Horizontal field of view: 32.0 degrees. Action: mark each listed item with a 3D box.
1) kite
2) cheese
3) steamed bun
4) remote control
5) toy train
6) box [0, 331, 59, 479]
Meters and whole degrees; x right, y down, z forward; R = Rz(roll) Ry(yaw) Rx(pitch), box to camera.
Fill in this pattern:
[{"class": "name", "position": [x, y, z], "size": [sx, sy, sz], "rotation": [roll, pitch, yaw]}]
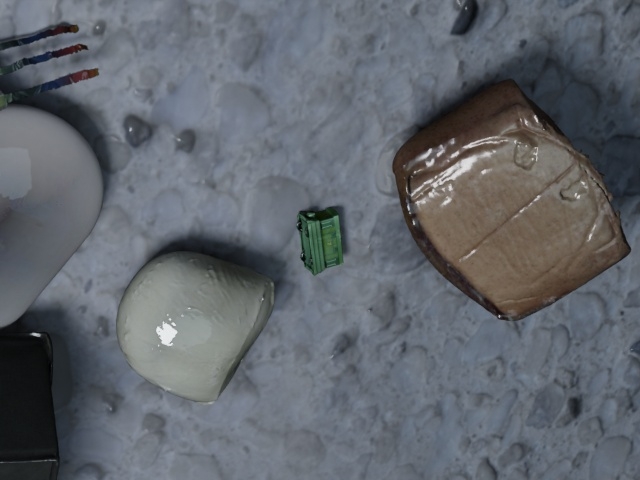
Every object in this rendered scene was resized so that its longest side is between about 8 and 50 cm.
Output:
[{"class": "kite", "position": [-0.382, -0.187, 1.273], "size": [0.245, 0.141, 0.015], "rotation": [-19, 162, -17]}, {"class": "cheese", "position": [-0.170, 0.109, 1.444], "size": [0.189, 0.154, 0.198], "rotation": [26, 104, -21]}, {"class": "steamed bun", "position": [0.246, -0.062, 1.488], "size": [0.252, 0.199, 0.301], "rotation": [-32, 111, 17]}, {"class": "remote control", "position": [-0.405, -0.015, 1.335], "size": [0.221, 0.103, 0.332], "rotation": [36, 99, -30]}, {"class": "toy train", "position": [0.000, 0.000, 1.517], "size": [0.056, 0.038, 0.093], "rotation": [-16, 117, -18]}, {"class": "box", "position": [-0.469, 0.301, 1.359], "size": [0.251, 0.204, 0.345], "rotation": [3, 127, -20]}]
